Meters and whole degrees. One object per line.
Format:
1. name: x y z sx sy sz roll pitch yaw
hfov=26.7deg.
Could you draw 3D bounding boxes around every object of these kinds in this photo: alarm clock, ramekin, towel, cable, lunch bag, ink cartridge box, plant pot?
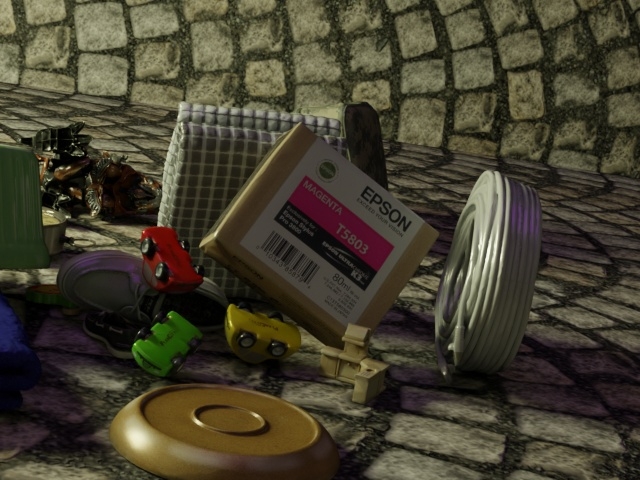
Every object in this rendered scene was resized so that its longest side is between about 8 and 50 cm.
1. alarm clock: -0.411 -0.009 1.921 0.192 0.064 0.129 10 12 12
2. ramekin: -0.482 -0.040 1.640 0.303 0.148 0.303 1 -1 0
3. towel: -0.099 -0.038 1.834 0.234 0.284 0.121 3 34 -14
4. cable: 0.215 0.043 1.725 0.089 0.257 0.257 14 12 -3
5. lunch bag: -0.031 -0.134 2.419 0.255 0.213 0.305 -5 6 14
6. ink cartridge box: 0.000 0.000 1.684 0.234 0.193 0.088 37 -19 -8
7. towel: -0.430 0.104 1.419 0.227 0.076 0.308 0 14 -23
8. plant pot: -0.094 0.192 1.360 0.236 0.032 0.236 10 12 -2

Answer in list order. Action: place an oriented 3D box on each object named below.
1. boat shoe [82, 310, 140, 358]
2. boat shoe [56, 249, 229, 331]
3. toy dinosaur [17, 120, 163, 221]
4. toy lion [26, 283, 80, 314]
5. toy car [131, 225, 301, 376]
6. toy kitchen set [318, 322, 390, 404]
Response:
1. boat shoe: -0.249 0.104 1.610 0.046 0.038 0.125 1 15 -28
2. boat shoe: -0.213 0.067 1.681 0.227 0.079 0.081 12 11 -29
3. toy dinosaur: -0.412 -0.094 2.213 0.321 0.164 0.218 -7 -4 7
4. toy lion: -0.323 0.070 1.731 0.096 0.034 0.100 11 10 42
5. toy car: -0.158 0.101 1.578 0.239 0.053 0.225 37 32 5
6. toy kitchen set: 0.033 0.141 1.586 0.083 0.068 0.075 14 14 20
